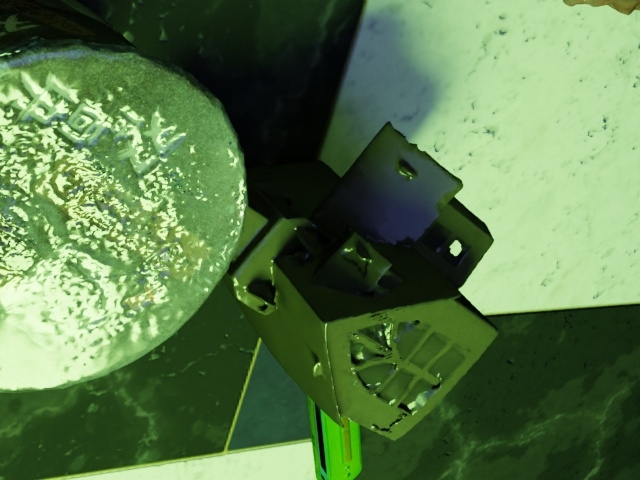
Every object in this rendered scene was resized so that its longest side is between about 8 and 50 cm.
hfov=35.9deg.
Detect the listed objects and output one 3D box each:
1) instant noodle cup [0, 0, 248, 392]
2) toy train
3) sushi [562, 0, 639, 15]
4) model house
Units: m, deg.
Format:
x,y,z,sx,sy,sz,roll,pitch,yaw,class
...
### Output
x,y,z,sx,sy,sz,roll,pitch,yaw,class
-0.179,-0.056,0.586,0.217,0.207,0.218,-17,130,-22,instant noodle cup
0.017,0.200,1.026,0.044,0.042,0.209,-21,131,-19,toy train
0.202,-0.294,0.670,0.270,0.170,0.237,92,17,-47,sushi
0.000,0.000,0.747,0.204,0.211,0.243,-51,135,6,model house
